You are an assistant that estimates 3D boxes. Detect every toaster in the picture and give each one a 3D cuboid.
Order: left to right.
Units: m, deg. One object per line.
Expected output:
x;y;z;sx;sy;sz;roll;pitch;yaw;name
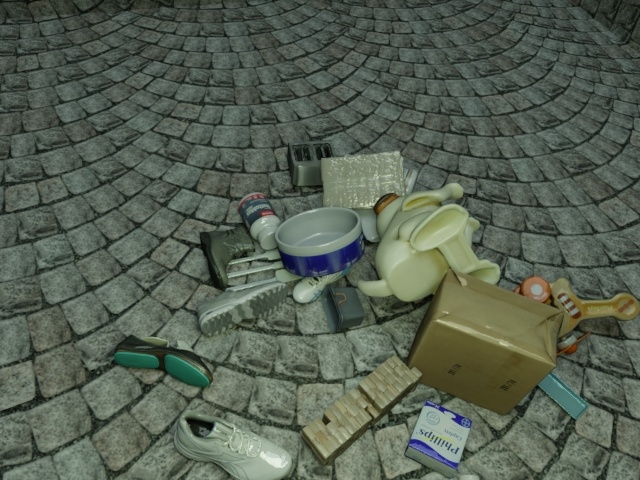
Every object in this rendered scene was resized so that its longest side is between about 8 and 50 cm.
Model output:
-0.032;-0.279;1.929;0.168;0.110;0.185;-5;50;-9;toaster

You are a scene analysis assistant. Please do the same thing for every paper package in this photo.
0.406;0.270;1.356;0.310;0.324;0.168;20;51;10;paper package

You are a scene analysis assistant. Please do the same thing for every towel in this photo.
0.142;-0.198;1.770;0.283;0.049;0.187;-4;85;9;towel

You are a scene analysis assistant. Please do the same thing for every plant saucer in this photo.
0.641;0.405;1.463;0.067;0.018;0.192;-29;57;-27;plant saucer

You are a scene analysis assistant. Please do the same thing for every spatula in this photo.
-0.187;0.090;1.640;0.242;0.019;0.168;-11;43;-15;spatula

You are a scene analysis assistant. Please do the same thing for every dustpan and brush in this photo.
0.224;-0.067;1.815;0.211;0.060;0.147;-19;55;-12;dustpan and brush

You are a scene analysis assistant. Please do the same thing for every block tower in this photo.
0.106;0.424;1.346;0.336;0.091;0.097;-30;59;-28;block tower

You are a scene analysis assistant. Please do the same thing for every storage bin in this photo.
0.070;0.191;1.549;0.091;0.098;0.135;-3;49;-22;storage bin

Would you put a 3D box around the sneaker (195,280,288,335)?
-0.227;0.168;1.527;0.281;0.105;0.115;-17;39;-27;sneaker

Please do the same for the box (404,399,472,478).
0.293;0.492;1.317;0.126;0.072;0.137;23;51;15;box

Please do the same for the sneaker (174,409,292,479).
-0.209;0.483;1.238;0.297;0.129;0.111;15;47;5;sneaker

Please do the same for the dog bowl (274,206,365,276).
0.000;0.000;1.615;0.265;0.104;0.265;-10;27;5;dog bowl

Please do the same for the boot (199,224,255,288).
-0.274;0.036;1.639;0.161;0.083;0.246;-12;43;-17;boot

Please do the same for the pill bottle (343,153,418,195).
0.197;-0.210;1.863;0.265;0.153;0.153;19;50;11;pill bottle

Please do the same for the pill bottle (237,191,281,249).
-0.190;-0.062;1.727;0.108;0.108;0.180;-18;53;-20;pill bottle

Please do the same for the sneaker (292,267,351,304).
0.005;0.106;1.616;0.085;0.086;0.237;40;58;23;sneaker

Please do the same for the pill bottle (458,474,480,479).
0.349;0.611;1.222;0.067;0.067;0.120;6;49;0;pill bottle

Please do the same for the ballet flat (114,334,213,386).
-0.404;0.303;1.403;0.281;0.095;0.096;14;37;7;ballet flat

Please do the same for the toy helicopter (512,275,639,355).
0.747;0.223;1.547;0.355;0.140;0.234;-5;72;5;toy helicopter

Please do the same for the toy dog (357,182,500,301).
0.290;0.005;1.572;0.284;0.395;0.408;45;16;-20;toy dog
